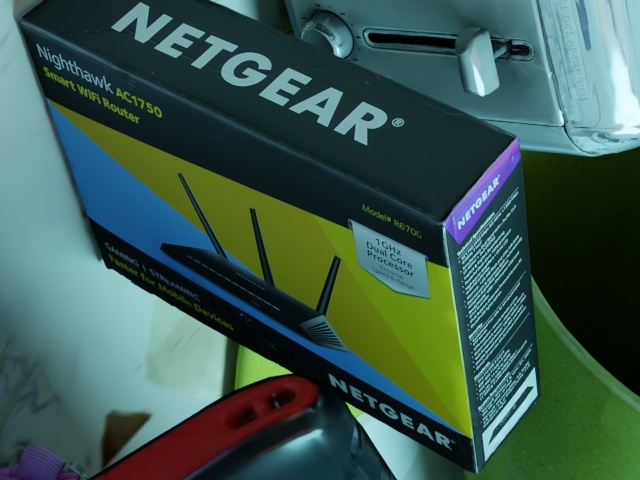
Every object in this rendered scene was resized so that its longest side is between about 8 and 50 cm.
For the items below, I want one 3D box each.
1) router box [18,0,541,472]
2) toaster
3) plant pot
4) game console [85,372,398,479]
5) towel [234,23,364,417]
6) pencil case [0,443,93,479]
[{"bbox_3d":[-0.012,-0.010,0.607,0.046,0.179,0.133,-47,146,-27],"label":"router box"},{"bbox_3d":[0.101,-0.122,0.692,0.227,0.146,0.129,-38,127,-33],"label":"toaster"},{"bbox_3d":[0.186,0.084,0.940,0.275,0.275,0.293,-37,158,-35],"label":"plant pot"},{"bbox_3d":[-0.078,0.239,0.686,0.342,0.060,0.386,-31,140,0],"label":"game console"},{"bbox_3d":[0.000,0.000,0.795,0.102,0.021,0.237,-26,136,-39],"label":"towel"},{"bbox_3d":[-0.074,0.143,0.737,0.209,0.095,0.098,25,78,-62],"label":"pencil case"}]
